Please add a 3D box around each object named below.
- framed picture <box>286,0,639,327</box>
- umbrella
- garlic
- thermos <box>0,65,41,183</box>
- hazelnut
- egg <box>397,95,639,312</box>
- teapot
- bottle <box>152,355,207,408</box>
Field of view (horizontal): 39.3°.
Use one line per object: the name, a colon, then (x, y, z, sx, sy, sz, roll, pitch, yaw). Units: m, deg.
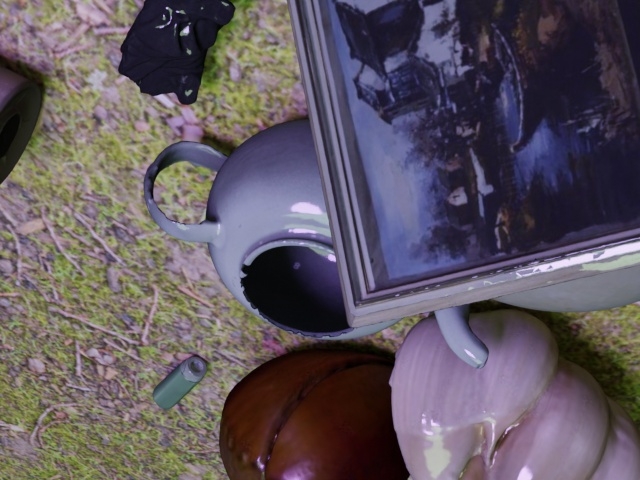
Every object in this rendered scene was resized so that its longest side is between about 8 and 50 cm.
framed picture: (0.083, -0.116, 0.501, 0.232, 0.296, 0.019, -17, 168, 30)
umbrella: (-0.081, -0.191, 0.603, 0.066, 0.059, 0.235, 12, 140, -19)
garlic: (0.183, 0.193, 0.776, 0.185, 0.203, 0.281, 1, 136, 33)
thermos: (-0.340, -0.118, 0.734, 0.193, 0.105, 0.137, 25, 166, -2)
hazelnut: (0.009, 0.192, 0.876, 0.208, 0.208, 0.208, 9, 135, 9)
egg: (0.131, -0.047, 0.582, 0.217, 0.183, 0.183, 8, 136, -5)
teapot: (0.000, 0.000, 0.710, 0.294, 0.129, 0.193, 21, 135, -4)
bottle: (-0.154, 0.155, 0.981, 0.030, 0.030, 0.083, 33, 133, -15)
